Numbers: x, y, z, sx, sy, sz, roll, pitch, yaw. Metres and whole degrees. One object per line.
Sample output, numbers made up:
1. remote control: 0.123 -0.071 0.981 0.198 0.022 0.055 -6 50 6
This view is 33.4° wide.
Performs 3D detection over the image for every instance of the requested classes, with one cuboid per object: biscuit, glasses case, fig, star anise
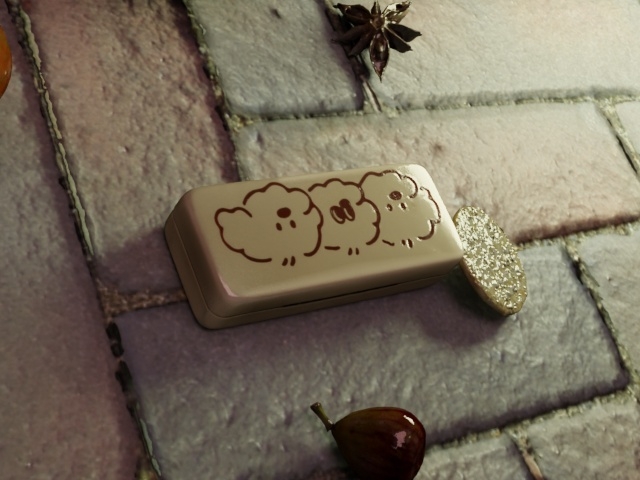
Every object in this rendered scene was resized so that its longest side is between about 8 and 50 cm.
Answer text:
1. biscuit: 0.209 0.024 1.323 0.152 0.020 0.152 33 40 -33
2. glasses case: 0.000 0.000 1.200 0.336 0.076 0.144 -10 67 -35
3. fig: 0.046 0.206 1.107 0.125 0.089 0.089 19 47 15
4. star anise: 0.076 -0.269 1.436 0.124 0.056 0.129 -4 65 -4

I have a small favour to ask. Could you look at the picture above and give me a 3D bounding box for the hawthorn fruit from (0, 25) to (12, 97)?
1. hawthorn fruit: -0.385 -0.177 1.019 0.172 0.173 0.173 15 54 -22
